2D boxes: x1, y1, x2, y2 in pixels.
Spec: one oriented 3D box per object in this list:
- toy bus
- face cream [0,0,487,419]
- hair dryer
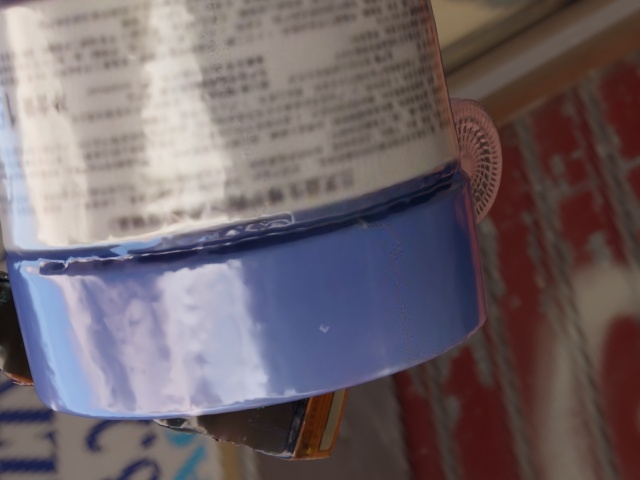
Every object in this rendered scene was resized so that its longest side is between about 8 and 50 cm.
[{"bbox_3d":[-0.169,0.100,1.662,0.092,0.409,0.093,11,-88,-61],"label":"toy bus"},{"bbox_3d":[-0.048,-0.047,1.016,0.249,0.249,0.225,-35,-62,-67],"label":"face cream"},{"bbox_3d":[0.000,0.000,1.831,0.352,0.210,0.125,-55,-47,-27],"label":"hair dryer"}]
